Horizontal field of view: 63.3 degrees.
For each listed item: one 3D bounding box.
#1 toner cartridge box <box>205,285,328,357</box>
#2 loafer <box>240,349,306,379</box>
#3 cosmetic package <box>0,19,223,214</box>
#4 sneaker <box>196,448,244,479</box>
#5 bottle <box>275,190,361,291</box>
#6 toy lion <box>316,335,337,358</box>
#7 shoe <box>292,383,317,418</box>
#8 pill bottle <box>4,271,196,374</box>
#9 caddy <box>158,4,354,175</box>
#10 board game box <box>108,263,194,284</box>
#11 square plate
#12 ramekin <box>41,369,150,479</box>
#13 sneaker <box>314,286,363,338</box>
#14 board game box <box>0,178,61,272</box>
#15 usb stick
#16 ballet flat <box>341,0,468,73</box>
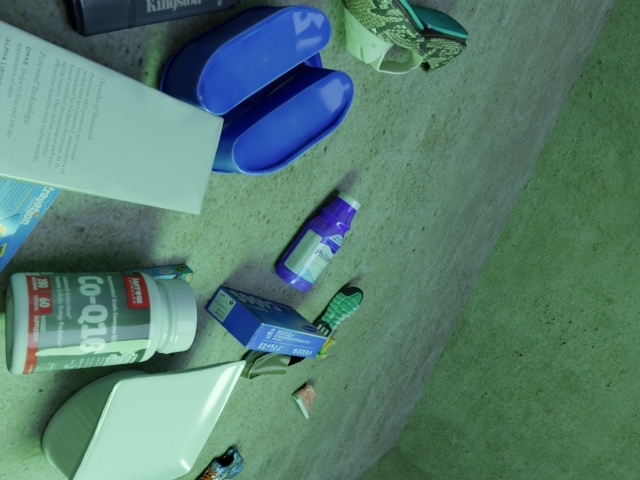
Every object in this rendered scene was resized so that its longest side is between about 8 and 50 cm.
[{"bbox_3d":[-0.130,0.221,1.365,0.075,0.165,0.348,-55,150,3],"label":"toner cartridge box"},{"bbox_3d":[-0.134,0.359,1.569,0.251,0.087,0.094,-17,134,-45],"label":"loafer"},{"bbox_3d":[-0.337,-0.147,0.645,0.385,0.217,0.156,8,96,-59],"label":"cosmetic package"},{"bbox_3d":[-0.352,0.768,1.712,0.221,0.083,0.087,-33,130,-39],"label":"sneaker"},{"bbox_3d":[0.000,0.000,1.385,0.283,0.092,0.118,-53,148,0],"label":"bottle"},{"bbox_3d":[0.007,0.364,1.824,0.096,0.034,0.100,27,99,-52],"label":"toy lion"},{"bbox_3d":[-0.049,0.605,1.952,0.081,0.063,0.178,-36,141,-18],"label":"shoe"},{"bbox_3d":[-0.371,0.133,0.892,0.283,0.161,0.161,2,121,-36],"label":"pill bottle"},{"bbox_3d":[-0.111,-0.261,0.904,0.341,0.179,0.241,-40,123,-22],"label":"caddy"},{"bbox_3d":[-0.376,0.132,1.065,0.211,0.039,0.160,-4,124,-51],"label":"board game box"},{"bbox_3d":[-0.354,0.402,1.108,0.347,0.049,0.344,8,113,-56],"label":"square plate"},{"bbox_3d":[-0.462,0.436,1.168,0.273,0.127,0.272,-33,144,-29],"label":"ramekin"},{"bbox_3d":[0.055,0.244,1.743,0.224,0.083,0.098,-45,169,-6],"label":"sneaker"},{"bbox_3d":[-0.499,-0.027,0.754,0.281,0.027,0.145,-53,148,0],"label":"board game box"},{"bbox_3d":[-0.233,-0.359,0.761,0.278,0.045,0.077,-29,141,-35],"label":"usb stick"},{"bbox_3d":[0.162,-0.448,1.120,0.182,0.164,0.483,-46,157,29],"label":"ballet flat"}]
